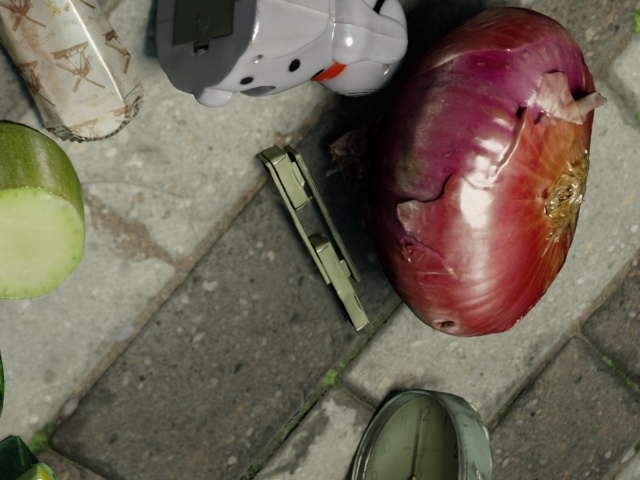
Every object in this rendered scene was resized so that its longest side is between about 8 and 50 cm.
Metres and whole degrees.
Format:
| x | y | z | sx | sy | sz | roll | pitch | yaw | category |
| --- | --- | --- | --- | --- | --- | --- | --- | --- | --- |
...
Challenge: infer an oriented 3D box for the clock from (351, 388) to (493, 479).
| x | y | z | sx | sy | sz | roll | pitch | yaw | category |
| --- | --- | --- | --- | --- | --- | --- | --- | --- | --- |
| 0.114 | 0.287 | 1.257 | 0.049 | 0.226 | 0.226 | 18 | 103 | -29 | clock |

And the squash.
| x | y | z | sx | sy | sz | roll | pitch | yaw | category |
| --- | --- | --- | --- | --- | --- | --- | --- | --- | --- |
| -0.301 | -0.018 | 1.015 | 0.170 | 0.123 | 0.170 | -13 | 120 | -23 | squash |

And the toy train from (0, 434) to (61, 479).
| x | y | z | sx | sy | sz | roll | pitch | yaw | category |
| --- | --- | --- | --- | --- | --- | --- | --- | --- | --- |
| -0.383 | 0.362 | 1.049 | 0.397 | 0.253 | 0.160 | -35 | 114 | -7 | toy train |

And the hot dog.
| x | y | z | sx | sy | sz | roll | pitch | yaw | category |
| --- | --- | --- | --- | --- | --- | --- | --- | --- | --- |
| -0.241 | -0.179 | 1.005 | 0.108 | 0.059 | 0.191 | -23 | 123 | 1 | hot dog |

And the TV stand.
| x | y | z | sx | sy | sz | roll | pitch | yaw | category |
| --- | --- | --- | --- | --- | --- | --- | --- | --- | --- |
| 0.000 | 0.000 | 1.197 | 0.042 | 0.036 | 0.249 | -33 | 120 | -10 | TV stand |

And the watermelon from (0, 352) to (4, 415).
| x | y | z | sx | sy | sz | roll | pitch | yaw | category |
| --- | --- | --- | --- | --- | --- | --- | --- | --- | --- |
| -0.370 | 0.146 | 1.091 | 0.101 | 0.080 | 0.155 | -54 | 126 | -38 | watermelon |

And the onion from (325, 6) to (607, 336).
| x | y | z | sx | sy | sz | roll | pitch | yaw | category |
| --- | --- | --- | --- | --- | --- | --- | --- | --- | --- |
| 0.146 | -0.078 | 1.123 | 0.347 | 0.285 | 0.348 | -45 | 142 | -51 | onion |

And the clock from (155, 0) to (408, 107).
| x | y | z | sx | sy | sz | roll | pitch | yaw | category |
| --- | --- | --- | --- | --- | --- | --- | --- | --- | --- |
| -0.012 | -0.215 | 1.040 | 0.254 | 0.189 | 0.189 | -1 | 112 | -37 | clock |
